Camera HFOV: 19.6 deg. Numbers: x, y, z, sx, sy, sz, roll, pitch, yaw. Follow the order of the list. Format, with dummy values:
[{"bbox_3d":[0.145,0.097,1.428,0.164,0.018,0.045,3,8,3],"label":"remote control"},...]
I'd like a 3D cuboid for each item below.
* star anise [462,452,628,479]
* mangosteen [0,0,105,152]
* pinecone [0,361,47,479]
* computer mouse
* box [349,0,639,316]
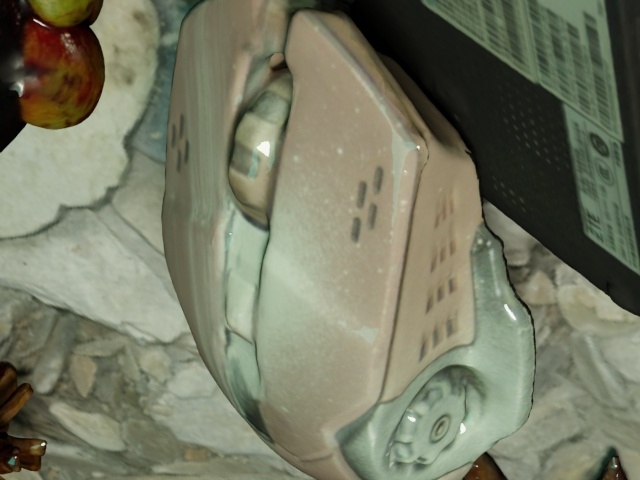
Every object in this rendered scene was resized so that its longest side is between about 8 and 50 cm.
[{"bbox_3d":[0.142,0.237,1.089,0.272,0.102,0.272,1,92,20],"label":"star anise"},{"bbox_3d":[-0.189,-0.130,0.918,0.250,0.211,0.211,-15,121,1],"label":"mangosteen"},{"bbox_3d":[-0.269,0.130,1.152,0.208,0.207,0.207,13,129,17],"label":"pinecone"},{"bbox_3d":[-0.004,0.005,0.909,0.199,0.115,0.389,28,145,35],"label":"computer mouse"},{"bbox_3d":[0.072,-0.131,0.754,0.211,0.058,0.350,40,159,39],"label":"box"}]
